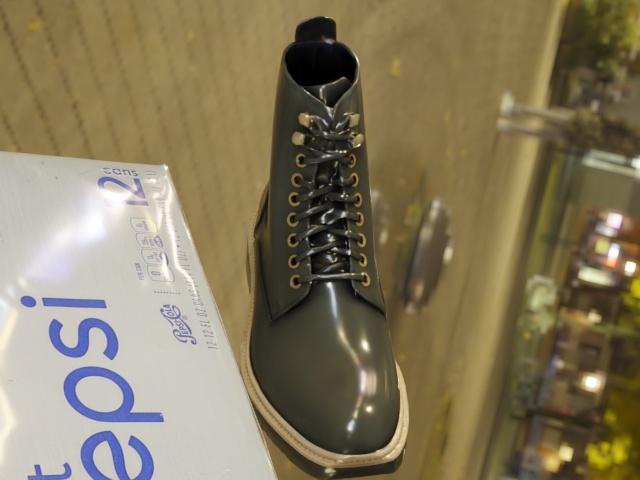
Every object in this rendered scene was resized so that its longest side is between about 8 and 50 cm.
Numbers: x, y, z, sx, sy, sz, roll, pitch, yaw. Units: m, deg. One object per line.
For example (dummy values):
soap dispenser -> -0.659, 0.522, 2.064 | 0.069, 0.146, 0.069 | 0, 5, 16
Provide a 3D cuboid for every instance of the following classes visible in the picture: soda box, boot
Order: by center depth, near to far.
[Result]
soda box -> -0.067, 0.100, 0.444 | 0.091, 0.098, 0.286 | -61, -142, 37
boot -> 0.000, 0.000, 0.724 | 0.198, 0.077, 0.137 | -111, -158, -49
